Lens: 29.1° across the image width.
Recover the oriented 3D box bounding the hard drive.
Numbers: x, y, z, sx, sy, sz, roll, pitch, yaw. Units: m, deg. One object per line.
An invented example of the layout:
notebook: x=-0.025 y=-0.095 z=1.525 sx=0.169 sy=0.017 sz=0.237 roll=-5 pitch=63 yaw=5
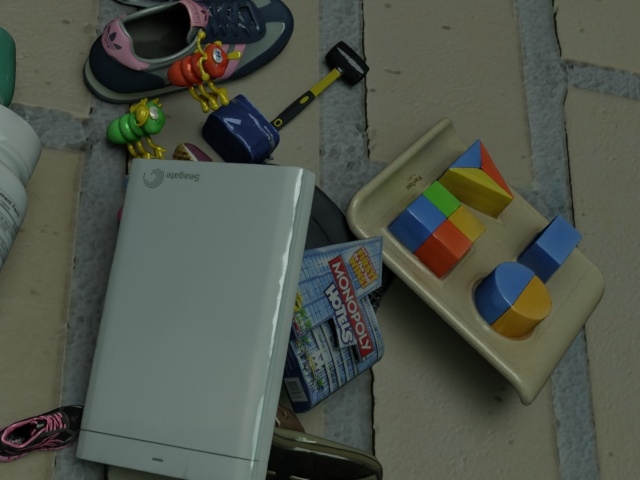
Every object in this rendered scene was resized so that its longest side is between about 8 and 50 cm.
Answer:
hard drive: x=-0.141 y=0.086 z=1.381 sx=0.047 sy=0.233 sz=0.353 roll=26 pitch=71 yaw=-61

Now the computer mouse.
computer mouse: x=0.000 y=0.000 z=1.564 sx=0.272 sy=0.072 sz=0.188 roll=43 pitch=57 yaw=-21

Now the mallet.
mallet: x=-0.014 y=-0.215 z=1.728 sx=0.190 sy=0.039 sz=0.062 roll=-36 pitch=85 yaw=-28

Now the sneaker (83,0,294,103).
sneaker: x=-0.154 y=-0.274 z=1.636 sx=0.319 sy=0.131 sz=0.112 roll=-26 pitch=78 yaw=-31

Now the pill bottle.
pill bottle: x=-0.426 y=-0.014 z=1.382 sx=0.160 sy=0.160 sz=0.283 roll=24 pitch=59 yaw=-12

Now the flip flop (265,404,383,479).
flip flop: x=-0.055 y=0.237 z=1.466 sx=0.277 sy=0.112 sz=0.080 roll=19 pitch=35 yaw=-12

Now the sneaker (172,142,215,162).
sneaker: x=-0.117 y=-0.055 z=1.594 sx=0.084 sy=0.069 sz=0.185 roll=-34 pitch=89 yaw=-40

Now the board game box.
board game box: x=0.015 y=0.078 z=1.483 sx=0.194 sy=0.060 sz=0.194 roll=-30 pitch=103 yaw=-42

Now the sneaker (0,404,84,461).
sneaker: x=-0.312 y=0.212 z=1.386 sx=0.119 sy=0.057 sz=0.047 roll=-19 pitch=73 yaw=-30

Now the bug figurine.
bug figurine: x=-0.172 y=-0.108 z=1.510 sx=0.072 sy=0.216 sz=0.279 roll=14 pitch=60 yaw=-54

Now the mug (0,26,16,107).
mug: x=-0.443 y=-0.191 z=1.488 sx=0.129 sy=0.158 sz=0.097 roll=19 pitch=58 yaw=-46

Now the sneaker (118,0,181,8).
sneaker: x=-0.273 y=-0.430 z=1.677 sx=0.282 sy=0.099 sz=0.153 roll=38 pitch=56 yaw=-6

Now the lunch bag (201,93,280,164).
lunch bag: x=-0.100 y=-0.140 z=1.634 sx=0.098 sy=0.067 sz=0.065 roll=48 pitch=58 yaw=2

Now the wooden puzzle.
wooden puzzle: x=0.232 y=0.005 z=1.652 sx=0.348 sy=0.080 sz=0.322 roll=47 pitch=40 yaw=1
